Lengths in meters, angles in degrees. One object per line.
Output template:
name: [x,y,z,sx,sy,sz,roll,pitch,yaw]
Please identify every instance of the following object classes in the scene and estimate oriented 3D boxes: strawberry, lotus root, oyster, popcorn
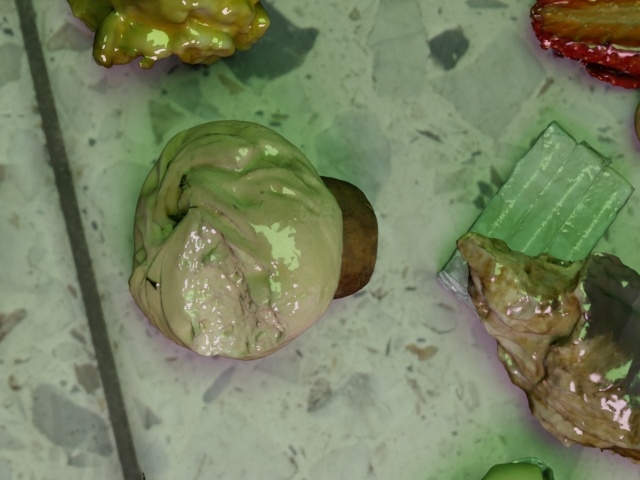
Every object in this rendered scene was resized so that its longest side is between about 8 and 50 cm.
strawberry: [0.302,-0.210,1.778,0.188,0.082,0.121,4,52,3]
lotus root: [0.001,-0.001,1.643,0.081,0.112,0.122,4,69,-29]
oyster: [0.267,0.106,1.632,0.166,0.110,0.341,-42,101,-20]
popcorn: [-0.141,-0.251,1.676,0.169,0.218,0.189,0,88,-54]

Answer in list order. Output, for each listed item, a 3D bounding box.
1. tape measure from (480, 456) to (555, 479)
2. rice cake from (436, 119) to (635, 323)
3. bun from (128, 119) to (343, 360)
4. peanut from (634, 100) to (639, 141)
tape measure: [0.168,0.295,1.585,0.200,0.106,0.175,-40,69,-19]
rice cake: [0.212,-0.009,1.716,0.124,0.038,0.211,41,72,5]
bun: [-0.090,0.001,1.585,0.237,0.116,0.210,43,109,37]
peanut: [0.383,-0.071,1.741,0.089,0.089,0.193,-33,76,-16]
